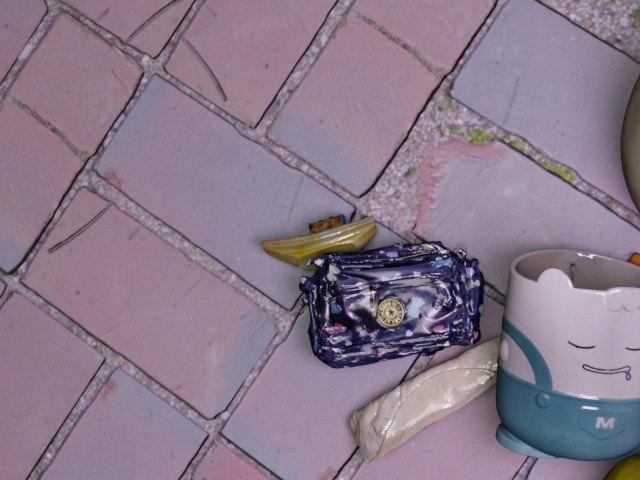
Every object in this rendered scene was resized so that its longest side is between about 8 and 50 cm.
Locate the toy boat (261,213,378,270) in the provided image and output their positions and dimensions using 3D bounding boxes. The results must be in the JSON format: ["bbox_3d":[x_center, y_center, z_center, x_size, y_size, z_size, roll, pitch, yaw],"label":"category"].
[{"bbox_3d":[0.000,0.000,1.893,0.172,0.065,0.066,-15,59,10],"label":"toy boat"}]

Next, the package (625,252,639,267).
[{"bbox_3d":[0.434,0.077,1.797,0.077,0.033,0.111,39,89,23],"label":"package"}]

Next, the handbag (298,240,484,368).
[{"bbox_3d":[0.101,0.087,1.833,0.260,0.113,0.162,-7,78,9],"label":"handbag"}]

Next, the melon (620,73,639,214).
[{"bbox_3d":[0.525,-0.132,1.681,0.268,0.268,0.330,12,109,14],"label":"melon"}]

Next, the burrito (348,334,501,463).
[{"bbox_3d":[0.165,0.219,1.832,0.275,0.059,0.082,-30,67,8],"label":"burrito"}]

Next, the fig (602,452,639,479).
[{"bbox_3d":[0.452,0.356,1.639,0.230,0.207,0.207,-15,80,-8],"label":"fig"}]

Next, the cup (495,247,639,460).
[{"bbox_3d":[0.374,0.149,1.708,0.289,0.219,0.258,3,104,-11],"label":"cup"}]
